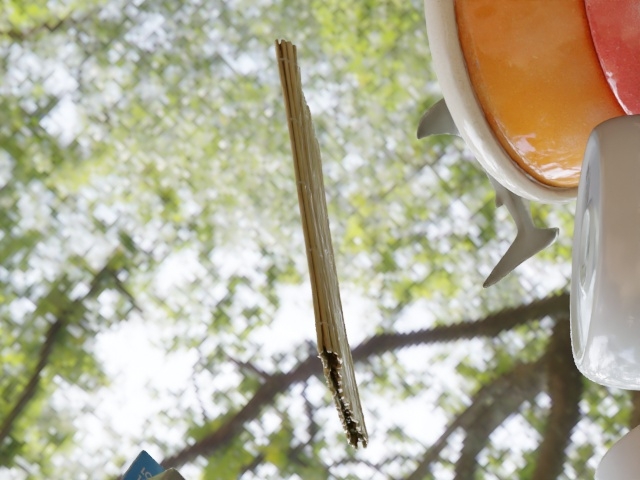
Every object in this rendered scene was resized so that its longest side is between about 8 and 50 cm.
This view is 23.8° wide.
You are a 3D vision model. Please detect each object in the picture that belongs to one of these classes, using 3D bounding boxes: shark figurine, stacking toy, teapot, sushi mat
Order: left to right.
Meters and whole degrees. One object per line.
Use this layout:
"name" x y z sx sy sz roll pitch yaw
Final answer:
"sushi mat" 0.000 0.000 1.225 0.019 0.151 0.316 -11 -126 3
"shark figurine" 0.163 -0.099 1.595 0.116 0.278 0.166 -14 -175 4
"teapot" 0.316 0.016 1.293 0.187 0.252 0.256 4 -169 3
"stacking toy" 0.365 -0.229 1.373 0.480 0.350 0.350 -8 -134 38

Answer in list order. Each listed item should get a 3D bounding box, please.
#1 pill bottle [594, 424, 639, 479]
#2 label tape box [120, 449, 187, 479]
"pill bottle" 0.326 0.310 0.997 0.229 0.229 0.407 -31 -128 22
"label tape box" -0.063 0.286 0.985 0.115 0.249 0.347 -40 -171 29
